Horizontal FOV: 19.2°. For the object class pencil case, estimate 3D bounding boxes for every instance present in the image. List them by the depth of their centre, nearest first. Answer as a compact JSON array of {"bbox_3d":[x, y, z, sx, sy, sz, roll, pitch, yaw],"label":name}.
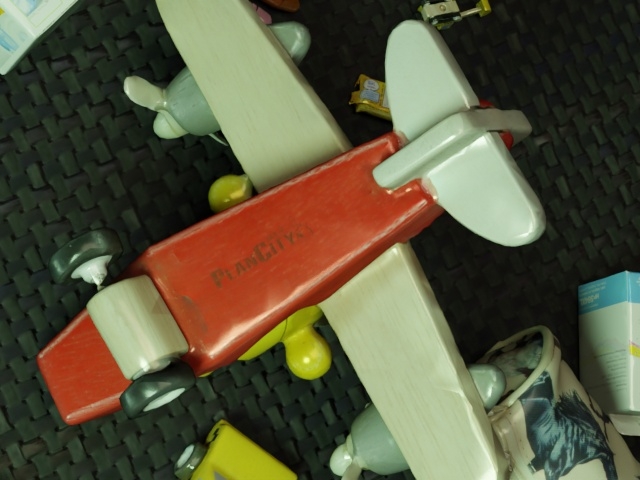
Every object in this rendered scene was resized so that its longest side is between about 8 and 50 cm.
[{"bbox_3d":[0.242,0.281,1.604,0.410,0.160,0.183,55,30,-5],"label":"pencil case"}]

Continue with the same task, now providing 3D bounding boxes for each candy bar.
[{"bbox_3d":[0.100,-0.111,1.707,0.161,0.018,0.040,17,69,-20],"label":"candy bar"}]

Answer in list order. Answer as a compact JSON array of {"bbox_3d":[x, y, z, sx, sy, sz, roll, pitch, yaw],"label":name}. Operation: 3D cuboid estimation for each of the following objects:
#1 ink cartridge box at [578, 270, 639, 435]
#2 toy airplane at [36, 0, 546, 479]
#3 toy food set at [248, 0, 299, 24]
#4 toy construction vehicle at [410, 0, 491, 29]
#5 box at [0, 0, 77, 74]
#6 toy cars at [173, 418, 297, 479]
[{"bbox_3d":[0.293,0.108,1.707,0.092,0.090,0.143,7,78,-23],"label":"ink cartridge box"},{"bbox_3d":[0.000,0.000,1.498,0.384,0.272,0.386,14,84,11],"label":"toy airplane"},{"bbox_3d":[-0.050,-0.222,1.664,0.122,0.019,0.078,-26,91,-34],"label":"toy food set"},{"bbox_3d":[0.102,-0.234,1.729,0.098,0.035,0.086,-16,75,-29],"label":"toy construction vehicle"},{"bbox_3d":[-0.279,-0.251,1.513,0.203,0.114,0.103,45,66,-8],"label":"box"},{"bbox_3d":[-0.177,0.257,1.467,0.393,0.087,0.176,-13,84,-26],"label":"toy cars"}]
